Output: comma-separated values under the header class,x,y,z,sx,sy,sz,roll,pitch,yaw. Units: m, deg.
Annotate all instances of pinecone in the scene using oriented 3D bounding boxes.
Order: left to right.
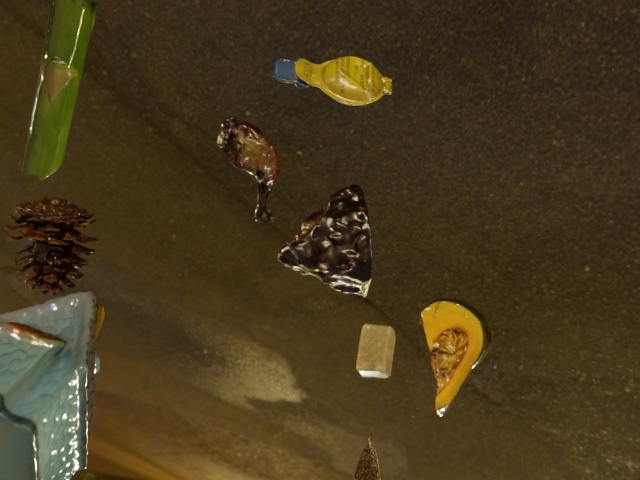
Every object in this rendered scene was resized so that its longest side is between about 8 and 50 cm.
class,x,y,z,sx,sy,sz,roll,pitch,yaw
pinecone,-0.772,0.022,1.610,0.246,0.246,0.292,7,99,24

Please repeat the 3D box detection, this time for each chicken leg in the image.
class,x,y,z,sx,sy,sz,roll,pitch,yaw
chicken leg,-0.129,-0.143,1.130,0.051,0.106,0.253,34,154,43

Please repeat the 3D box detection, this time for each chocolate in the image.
class,x,y,z,sx,sy,sz,roll,pitch,yaw
chocolate,0.000,0.000,1.101,0.177,0.206,0.224,-4,158,-3

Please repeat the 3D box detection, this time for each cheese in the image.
class,x,y,z,sx,sy,sz,roll,pitch,yaw
cheese,0.026,-0.339,1.166,0.250,0.156,0.064,8,140,-7

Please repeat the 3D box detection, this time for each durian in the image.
class,x,y,z,sx,sy,sz,roll,pitch,yaw
durian,0.092,0.429,1.023,0.052,0.130,0.066,-1,176,26

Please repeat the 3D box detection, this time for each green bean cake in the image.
class,x,y,z,sx,sy,sz,roll,pitch,yaw
green bean cake,0.196,0.388,1.973,0.109,0.179,0.085,-5,146,26

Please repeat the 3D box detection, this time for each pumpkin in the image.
class,x,y,z,sx,sy,sz,roll,pitch,yaw
pumpkin,0.310,0.281,1.433,0.190,0.280,0.139,33,175,22

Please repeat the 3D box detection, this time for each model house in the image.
class,x,y,z,sx,sy,sz,roll,pitch,yaw
model house,-0.539,0.255,1.041,0.297,0.339,0.360,21,123,9

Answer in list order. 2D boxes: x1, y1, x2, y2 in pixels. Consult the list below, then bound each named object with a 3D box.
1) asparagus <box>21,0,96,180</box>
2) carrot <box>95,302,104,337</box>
class,x,y,z,sx,sy,sz,roll,pitch,yaw
asparagus,-0.381,-0.224,0.817,0.060,0.277,0.067,8,-157,-34
carrot,-0.691,0.270,1.594,0.114,0.302,0.114,-3,112,-8
